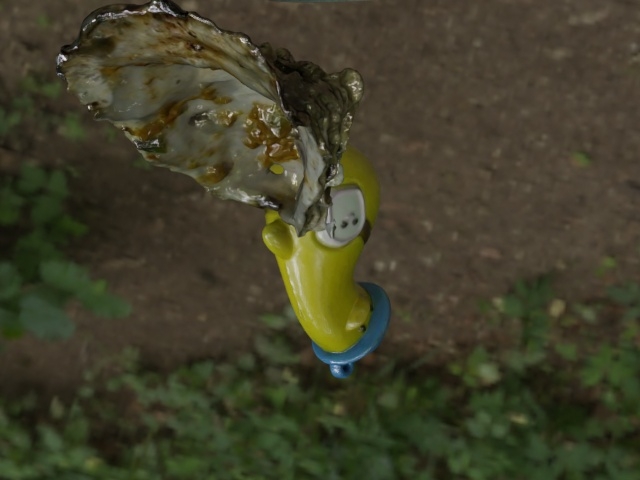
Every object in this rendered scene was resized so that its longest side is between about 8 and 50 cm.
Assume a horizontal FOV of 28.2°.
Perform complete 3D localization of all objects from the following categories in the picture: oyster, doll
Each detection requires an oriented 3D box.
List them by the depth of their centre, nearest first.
[{"bbox_3d":[-0.033,-0.049,0.524,0.105,0.056,0.177,-1,155,27],"label":"oyster"},{"bbox_3d":[0.000,0.000,1.524,0.145,0.362,0.199,8,-155,41],"label":"doll"}]

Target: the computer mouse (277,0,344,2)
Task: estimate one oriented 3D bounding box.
[{"bbox_3d":[-0.005,-0.348,1.460,0.380,0.167,0.090,0,168,-8],"label":"computer mouse"}]
